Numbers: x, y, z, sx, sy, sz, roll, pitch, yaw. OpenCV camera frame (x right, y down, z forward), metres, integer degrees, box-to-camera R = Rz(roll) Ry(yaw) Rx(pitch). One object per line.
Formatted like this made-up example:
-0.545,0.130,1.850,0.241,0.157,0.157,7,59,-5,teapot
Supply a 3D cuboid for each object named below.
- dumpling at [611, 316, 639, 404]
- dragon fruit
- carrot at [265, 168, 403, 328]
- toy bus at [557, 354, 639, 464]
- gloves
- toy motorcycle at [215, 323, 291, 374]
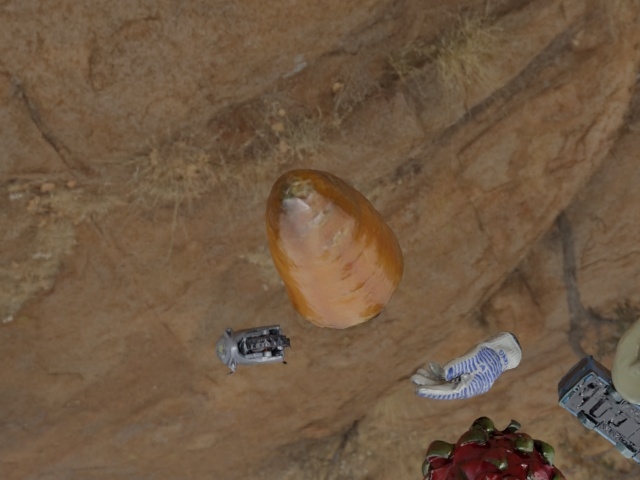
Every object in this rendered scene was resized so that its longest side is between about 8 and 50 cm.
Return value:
0.613,0.140,1.076,0.318,0.242,0.187,-9,157,10,dumpling
0.244,0.384,1.058,0.273,0.218,0.198,-23,159,35,dragon fruit
0.000,0.000,0.792,0.159,0.159,0.225,-20,154,9,carrot
0.502,0.287,1.199,0.185,0.106,0.090,37,112,-3,toy bus
0.268,0.235,1.263,0.229,0.097,0.119,-16,141,-18,gloves
-0.114,0.189,1.216,0.122,0.080,0.215,-6,170,-2,toy motorcycle
